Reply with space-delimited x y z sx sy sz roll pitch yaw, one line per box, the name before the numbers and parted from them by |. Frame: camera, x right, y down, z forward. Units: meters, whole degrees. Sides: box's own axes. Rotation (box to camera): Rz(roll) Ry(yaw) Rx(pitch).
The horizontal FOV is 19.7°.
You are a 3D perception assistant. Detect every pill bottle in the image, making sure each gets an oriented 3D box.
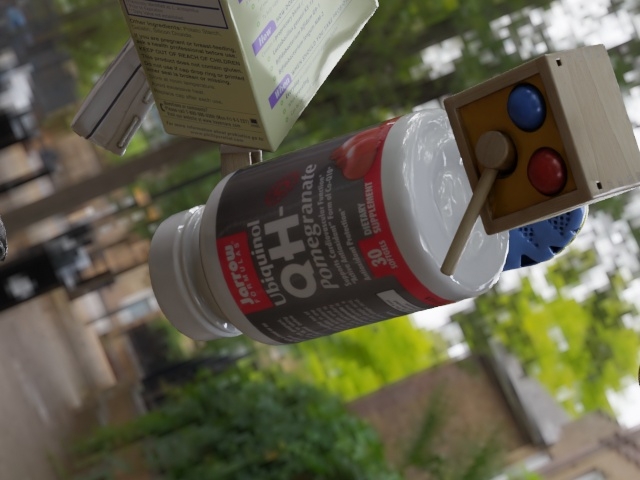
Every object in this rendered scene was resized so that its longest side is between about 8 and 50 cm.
pill bottle | 0.000 0.000 1.721 0.176 0.319 0.176 26 56 -47

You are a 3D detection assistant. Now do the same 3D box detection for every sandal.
sandal | 0.231 0.003 2.585 0.126 0.317 0.138 62 27 6

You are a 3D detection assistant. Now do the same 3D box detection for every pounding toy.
pounding toy | 0.151 -0.059 1.382 0.141 0.100 0.130 -21 -95 47

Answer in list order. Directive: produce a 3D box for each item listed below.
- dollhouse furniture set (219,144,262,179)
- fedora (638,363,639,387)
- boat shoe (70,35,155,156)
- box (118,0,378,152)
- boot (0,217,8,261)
dollhouse furniture set | 0.022 -0.036 1.986 0.212 0.242 0.161 -66 154 -79
fedora | 0.378 0.094 1.655 0.079 0.194 0.194 54 -13 33
boat shoe | -0.195 -0.208 2.217 0.088 0.267 0.096 35 22 -15
box | -0.068 -0.239 1.586 0.117 0.213 0.243 12 -40 27
boot | -0.397 -0.012 1.671 0.263 0.229 0.091 -94 -159 -49
